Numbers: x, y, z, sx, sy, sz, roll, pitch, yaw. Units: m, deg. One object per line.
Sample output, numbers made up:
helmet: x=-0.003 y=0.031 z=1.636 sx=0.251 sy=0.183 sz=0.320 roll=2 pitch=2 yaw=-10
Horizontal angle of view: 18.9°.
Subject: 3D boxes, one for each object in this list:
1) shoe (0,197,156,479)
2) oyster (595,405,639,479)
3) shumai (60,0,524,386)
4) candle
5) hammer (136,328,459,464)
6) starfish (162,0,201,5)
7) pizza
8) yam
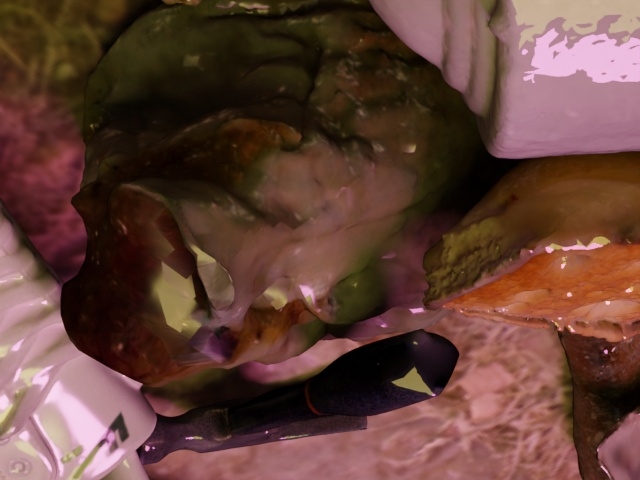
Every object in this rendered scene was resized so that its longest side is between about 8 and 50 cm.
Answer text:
shoe: x=-0.173 y=0.061 z=1.005 sx=0.160 sy=0.132 sz=0.363 roll=25 pitch=150 yaw=24
oyster: x=0.301 y=0.127 z=1.194 sx=0.275 sy=0.100 sz=0.271 roll=-23 pitch=126 yaw=-5
shumai: x=0.000 y=0.000 z=1.005 sx=0.272 sy=0.204 sz=0.222 roll=2 pitch=127 yaw=-11
candle: x=0.162 y=-0.148 z=0.900 sx=0.342 sy=0.221 sz=0.221 roll=-3 pitch=128 yaw=1
hammer: x=0.001 y=0.087 z=1.067 sx=0.137 sy=0.037 sz=0.290 roll=-7 pitch=172 yaw=-26
starfish: x=-0.045 y=-0.208 z=0.932 sx=0.150 sy=0.053 sz=0.209 roll=31 pitch=117 yaw=-31
pizza: x=0.166 y=-0.016 z=0.972 sx=0.188 sy=0.081 sz=0.204 roll=6 pitch=157 yaw=-36
yam: x=0.168 y=0.052 z=1.150 sx=0.061 sy=0.061 sz=0.253 roll=-12 pitch=127 yaw=3
